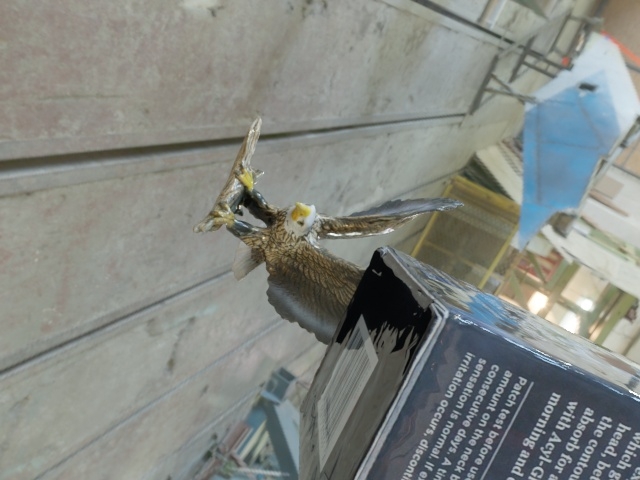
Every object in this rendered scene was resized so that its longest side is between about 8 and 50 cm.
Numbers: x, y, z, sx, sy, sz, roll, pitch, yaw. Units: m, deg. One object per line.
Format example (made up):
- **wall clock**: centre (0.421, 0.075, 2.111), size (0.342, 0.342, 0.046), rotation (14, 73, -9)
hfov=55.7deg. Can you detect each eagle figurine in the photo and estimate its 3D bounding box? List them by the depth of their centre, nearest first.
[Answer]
- **eagle figurine**: centre (-0.001, 0.001, 0.777), size (0.225, 0.298, 0.226), rotation (-61, 173, -73)

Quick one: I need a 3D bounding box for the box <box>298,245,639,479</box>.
- **box**: centre (0.198, 0.193, 0.512), size (0.212, 0.395, 0.293), rotation (-64, -175, 6)
